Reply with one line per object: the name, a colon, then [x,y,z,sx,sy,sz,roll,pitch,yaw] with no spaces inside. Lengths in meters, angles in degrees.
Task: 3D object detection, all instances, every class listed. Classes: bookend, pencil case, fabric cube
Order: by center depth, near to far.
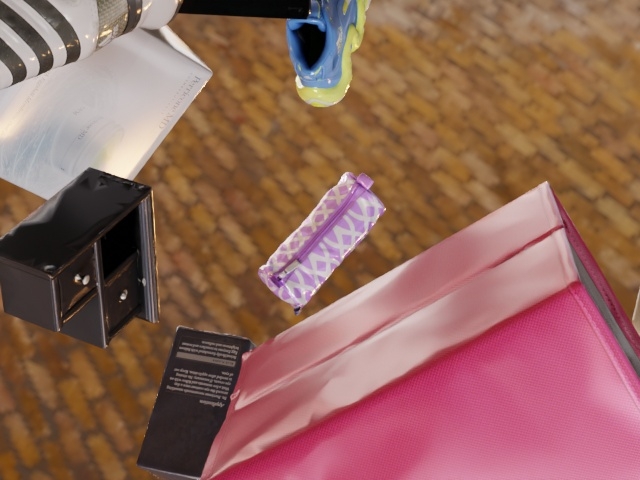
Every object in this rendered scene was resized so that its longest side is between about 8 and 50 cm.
fabric cube: [0.107,0.154,1.070,0.254,0.258,0.259,57,-169,-11]
bookend: [-0.221,0.042,1.490,0.072,0.156,0.157,18,-142,23]
pencil case: [0.000,0.000,2.266,0.086,0.206,0.088,35,167,23]

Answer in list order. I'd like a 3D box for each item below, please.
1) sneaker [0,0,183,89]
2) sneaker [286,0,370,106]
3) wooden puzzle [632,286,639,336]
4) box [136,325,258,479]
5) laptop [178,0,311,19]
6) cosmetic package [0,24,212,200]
sneaker: [-0.326,-0.296,1.220,0.257,0.169,0.447,-32,-105,-32]
sneaker: [0.010,-0.291,2.016,0.091,0.240,0.126,1,168,10]
wooden puzzle: [0.428,-0.009,1.610,0.044,0.238,0.221,41,-124,-35]
box: [-0.108,0.196,1.759,0.093,0.158,0.156,8,161,23]
laptop: [-0.075,-0.402,1.927,0.234,0.137,0.264,8,-128,30]
cosmetic package: [-0.284,-0.172,1.818,0.224,0.224,0.138,27,-166,-47]
